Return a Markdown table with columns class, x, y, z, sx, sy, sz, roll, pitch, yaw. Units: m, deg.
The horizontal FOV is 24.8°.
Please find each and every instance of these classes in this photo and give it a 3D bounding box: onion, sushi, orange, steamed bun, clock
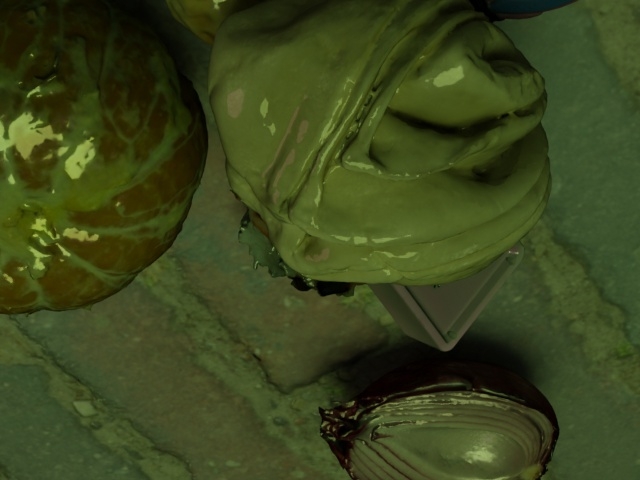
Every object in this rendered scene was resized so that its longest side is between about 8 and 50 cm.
| class | x | y | z | sx | sy | sz | roll | pitch | yaw |
| --- | --- | --- | --- | --- | --- | --- | --- | --- | --- |
| onion | 0.123 | 0.202 | 1.657 | 0.284 | 0.120 | 0.227 | 17 | 128 | -21 |
| sushi | -0.002 | 0.003 | 1.502 | 0.226 | 0.097 | 0.103 | 22 | 125 | -21 |
| orange | -0.267 | -0.086 | 1.319 | 0.329 | 0.249 | 0.329 | -1 | 134 | -1 |
| steamed bun | 0.074 | -0.081 | 1.215 | 0.276 | 0.203 | 0.289 | -30 | 115 | -25 |
| clock | 0.108 | -0.005 | 1.478 | 0.150 | 0.063 | 0.197 | -50 | 127 | -17 |

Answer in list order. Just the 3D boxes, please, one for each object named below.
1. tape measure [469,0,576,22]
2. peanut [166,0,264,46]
| class | x | y | z | sx | sy | sz | roll | pitch | yaw |
| --- | --- | --- | --- | --- | --- | --- | --- | --- | --- |
| tape measure | 0.158 | -0.315 | 1.228 | 0.231 | 0.149 | 0.245 | -35 | 116 | 25 |
| peanut | -0.029 | -0.175 | 1.329 | 0.147 | 0.147 | 0.305 | -22 | 125 | 14 |
